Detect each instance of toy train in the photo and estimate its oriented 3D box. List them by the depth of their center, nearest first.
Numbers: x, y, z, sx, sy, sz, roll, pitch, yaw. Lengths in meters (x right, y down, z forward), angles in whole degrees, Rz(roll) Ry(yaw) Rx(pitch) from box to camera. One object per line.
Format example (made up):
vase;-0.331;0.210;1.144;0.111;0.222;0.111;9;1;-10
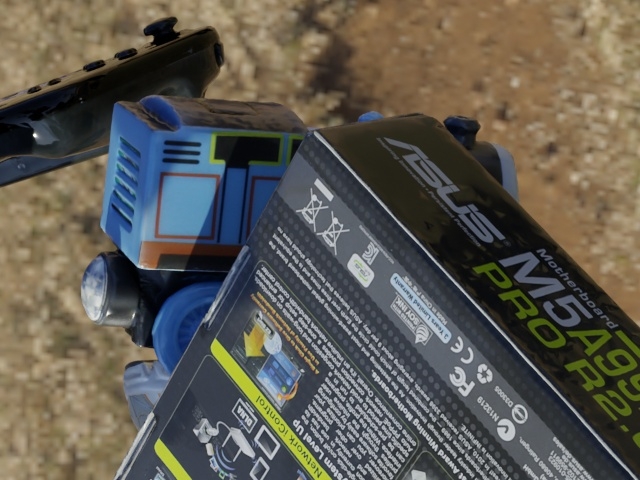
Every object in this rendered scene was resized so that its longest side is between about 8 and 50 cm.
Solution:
toy train;0.000;0.000;0.705;0.080;0.184;0.105;-139;54;-65

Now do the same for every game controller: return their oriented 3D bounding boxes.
game controller;-0.206;-0.061;1.070;0.319;0.166;0.067;-15;92;38

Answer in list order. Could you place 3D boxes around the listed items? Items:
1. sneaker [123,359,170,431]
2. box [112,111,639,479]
sneaker;-0.059;0.134;1.156;0.262;0.099;0.121;164;110;-63
box;0.050;0.126;0.570;0.270;0.060;0.216;48;128;26
